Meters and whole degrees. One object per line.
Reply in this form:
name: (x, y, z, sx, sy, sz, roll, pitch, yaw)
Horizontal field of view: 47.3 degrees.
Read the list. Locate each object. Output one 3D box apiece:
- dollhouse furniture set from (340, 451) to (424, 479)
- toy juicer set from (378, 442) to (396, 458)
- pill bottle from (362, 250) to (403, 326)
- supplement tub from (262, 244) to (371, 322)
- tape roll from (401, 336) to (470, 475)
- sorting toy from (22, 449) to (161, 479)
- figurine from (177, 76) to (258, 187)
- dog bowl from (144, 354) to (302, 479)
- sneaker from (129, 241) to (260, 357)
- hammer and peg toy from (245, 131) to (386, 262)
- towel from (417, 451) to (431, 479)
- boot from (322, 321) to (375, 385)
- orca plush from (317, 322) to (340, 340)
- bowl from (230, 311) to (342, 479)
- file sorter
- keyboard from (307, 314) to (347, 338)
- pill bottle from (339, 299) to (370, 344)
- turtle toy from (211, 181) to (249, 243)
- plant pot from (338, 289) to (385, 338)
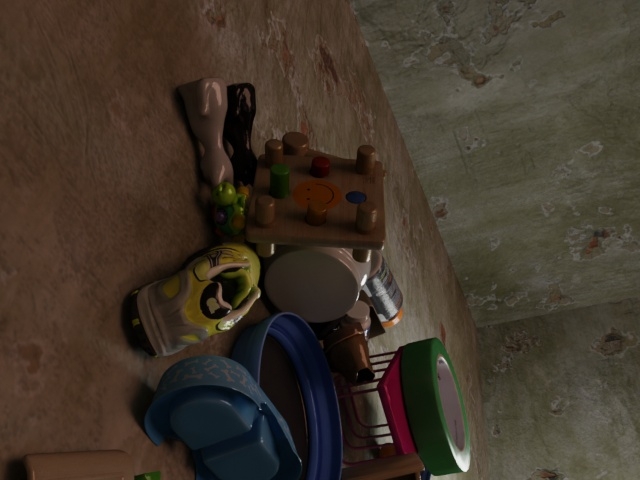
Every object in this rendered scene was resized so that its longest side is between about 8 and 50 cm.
dollhouse furniture set: (0.169, 0.602, 1.360, 0.394, 0.361, 0.257, -149, -132, -80)
toy juicer set: (0.213, 0.686, 1.915, 0.209, 0.089, 0.329, 58, 26, -44)
pill bottle: (0.156, 0.142, 2.075, 0.131, 0.130, 0.246, -85, 153, -44)
supplement tub: (0.000, 0.000, 1.574, 0.316, 0.228, 0.228, -79, 149, -51)
tape roll: (0.282, 0.400, 1.770, 0.321, 0.077, 0.322, -15, 90, -73)
sorting toy: (-0.274, 0.340, 0.828, 0.347, 0.047, 0.196, 32, 42, -65)
figurine: (-0.183, -0.201, 1.423, 0.215, 0.092, 0.210, -21, 101, -70)
dog bowl: (-0.140, 0.281, 1.091, 0.074, 0.165, 0.297, -99, 164, -50)
sneaker: (-0.156, 0.085, 1.191, 0.385, 0.147, 0.145, -48, 121, -71)
hammer and peg toy: (0.004, -0.115, 1.428, 0.361, 0.265, 0.127, -85, 179, -49)
towel: (0.259, 0.525, 1.910, 0.285, 0.034, 0.209, -88, -177, -50)
boot: (0.057, 0.274, 1.610, 0.305, 0.112, 0.115, 100, -33, -72)
orca plush: (0.042, 0.119, 1.804, 0.287, 0.102, 0.151, -73, 144, -57)
bowl: (-0.062, 0.333, 1.393, 0.391, 0.077, 0.392, -13, 90, -72)
file sorter: (0.121, 0.399, 1.711, 0.290, 0.182, 0.202, -30, 104, -72)
keyboard: (0.019, 0.166, 1.615, 0.023, 0.108, 0.180, 50, -8, -6)
pill bottle: (0.085, 0.219, 1.825, 0.078, 0.078, 0.137, -80, 175, -50)
turtle toy: (-0.169, -0.057, 1.356, 0.130, 0.066, 0.095, 100, -7, -50)
plant pot: (0.097, 0.195, 1.926, 0.096, 0.109, 0.109, -101, 166, -54)
